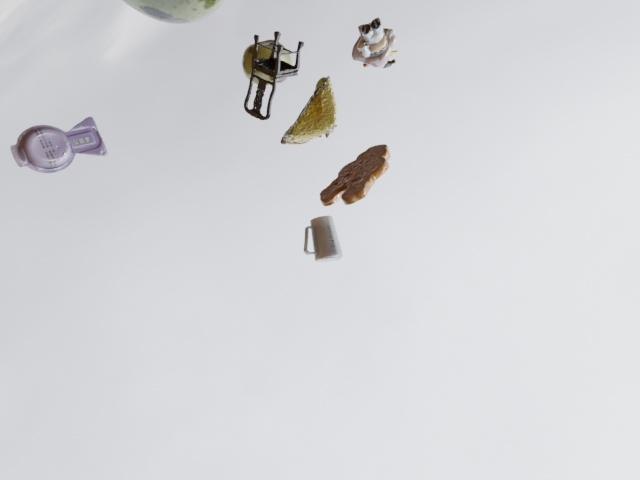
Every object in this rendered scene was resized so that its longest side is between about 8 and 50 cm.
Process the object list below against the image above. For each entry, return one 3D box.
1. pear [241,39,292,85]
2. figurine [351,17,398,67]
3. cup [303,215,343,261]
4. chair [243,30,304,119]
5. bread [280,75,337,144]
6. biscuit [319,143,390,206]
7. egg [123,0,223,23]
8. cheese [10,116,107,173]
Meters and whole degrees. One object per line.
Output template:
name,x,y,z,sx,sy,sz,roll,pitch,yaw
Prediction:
pear,-0.179,-0.582,1.794,0.167,0.136,0.167,4,-146,-3
figurine,0.150,-0.562,1.560,0.137,0.229,0.112,-31,-100,6
cup,0.000,0.000,1.411,0.074,0.104,0.116,-29,-109,60
chair,-0.142,-0.477,1.594,0.106,0.113,0.229,32,-53,25
bread,-0.008,-0.394,1.768,0.251,0.133,0.174,-58,-172,-7
biscuit,0.134,-0.221,1.863,0.202,0.047,0.334,-3,-141,42
egg,-0.468,-0.831,1.602,0.345,0.428,0.344,-35,-131,53
cheese,-0.559,-0.202,1.169,0.191,0.105,0.042,-26,-172,-40
